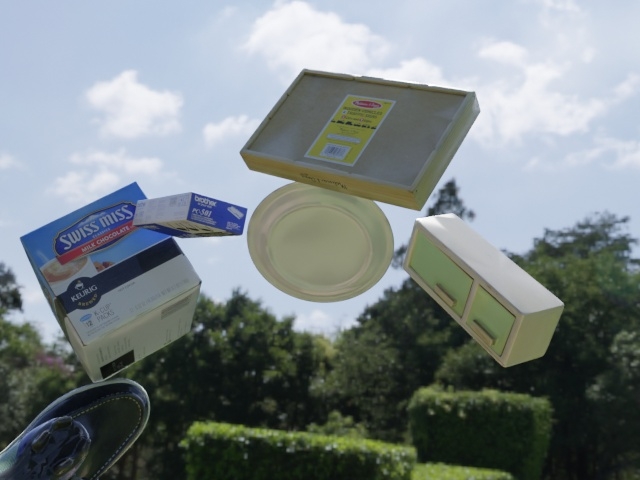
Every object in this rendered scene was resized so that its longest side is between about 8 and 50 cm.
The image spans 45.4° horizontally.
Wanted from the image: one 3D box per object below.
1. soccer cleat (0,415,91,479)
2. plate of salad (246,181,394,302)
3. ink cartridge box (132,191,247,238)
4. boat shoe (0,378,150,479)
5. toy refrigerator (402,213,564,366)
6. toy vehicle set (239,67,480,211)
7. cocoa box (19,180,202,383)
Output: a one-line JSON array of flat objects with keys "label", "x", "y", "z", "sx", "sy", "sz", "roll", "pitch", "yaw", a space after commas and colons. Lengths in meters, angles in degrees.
[{"label": "soccer cleat", "x": -0.412, "y": 0.325, "z": 0.955, "sx": 0.121, "sy": 0.093, "sz": 0.289, "roll": -43, "pitch": -6, "yaw": 37}, {"label": "plate of salad", "x": 0.000, "y": 0.000, "z": 1.040, "sx": 0.200, "sy": 0.048, "sz": 0.199, "roll": 2, "pitch": -57, "yaw": 4}, {"label": "ink cartridge box", "x": -0.208, "y": -0.037, "z": 1.201, "sx": 0.097, "sy": 0.046, "sz": 0.207, "roll": 16, "pitch": -10, "yaw": -34}, {"label": "boat shoe", "x": -0.492, "y": 0.417, "z": 1.359, "sx": 0.156, "sy": 0.186, "sz": 0.500, "roll": 0, "pitch": 22, "yaw": 43}, {"label": "toy refrigerator", "x": 0.244, "y": 0.071, "z": 1.211, "sx": 0.094, "sy": 0.102, "sz": 0.269, "roll": -9, "pitch": 37, "yaw": -30}, {"label": "toy vehicle set", "x": 0.044, "y": -0.135, "z": 0.961, "sx": 0.267, "sy": 0.166, "sz": 0.035, "roll": 17, "pitch": -29, "yaw": 35}, {"label": "cocoa box", "x": -0.388, "y": 0.090, "z": 1.441, "sx": 0.232, "sy": 0.228, "sz": 0.347, "roll": -29, "pitch": -12, "yaw": -21}]
